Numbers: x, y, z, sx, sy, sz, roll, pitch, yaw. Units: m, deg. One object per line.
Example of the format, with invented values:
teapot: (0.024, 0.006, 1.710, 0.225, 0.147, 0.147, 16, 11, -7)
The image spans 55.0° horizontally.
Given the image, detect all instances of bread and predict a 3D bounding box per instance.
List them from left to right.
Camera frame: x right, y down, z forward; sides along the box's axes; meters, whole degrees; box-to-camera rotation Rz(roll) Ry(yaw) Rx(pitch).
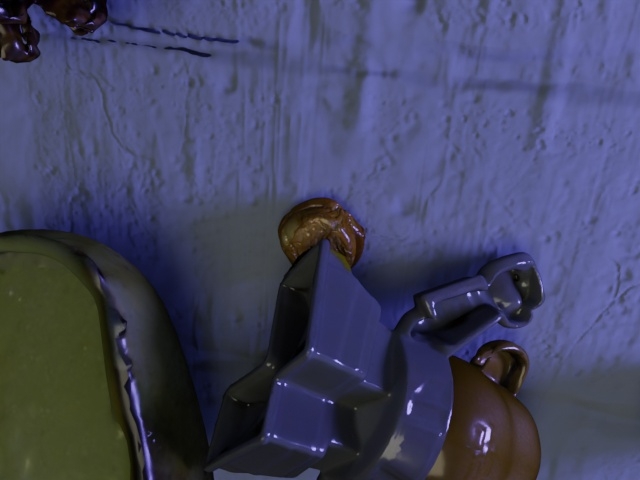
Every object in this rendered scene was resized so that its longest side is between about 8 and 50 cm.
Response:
bread: (0.000, 0.000, 0.576, 0.083, 0.046, 0.081, 20, 120, -1)

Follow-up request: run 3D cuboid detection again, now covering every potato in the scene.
potato: (-0.234, 0.125, 0.605, 0.331, 0.213, 0.279, 7, 95, 17)

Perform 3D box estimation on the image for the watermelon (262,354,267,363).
watermelon: (-0.028, 0.155, 0.647, 0.085, 0.072, 0.092, 31, 75, 8)

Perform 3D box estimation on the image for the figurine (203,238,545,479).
figurine: (0.072, 0.159, 0.546, 0.285, 0.167, 0.342, 25, 113, -17)

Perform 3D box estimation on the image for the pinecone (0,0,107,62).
pinecone: (-0.224, -0.258, 0.413, 0.257, 0.243, 0.243, -30, 106, 40)
